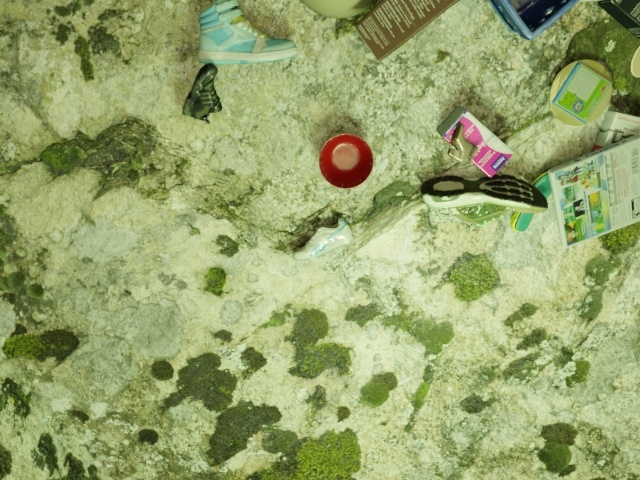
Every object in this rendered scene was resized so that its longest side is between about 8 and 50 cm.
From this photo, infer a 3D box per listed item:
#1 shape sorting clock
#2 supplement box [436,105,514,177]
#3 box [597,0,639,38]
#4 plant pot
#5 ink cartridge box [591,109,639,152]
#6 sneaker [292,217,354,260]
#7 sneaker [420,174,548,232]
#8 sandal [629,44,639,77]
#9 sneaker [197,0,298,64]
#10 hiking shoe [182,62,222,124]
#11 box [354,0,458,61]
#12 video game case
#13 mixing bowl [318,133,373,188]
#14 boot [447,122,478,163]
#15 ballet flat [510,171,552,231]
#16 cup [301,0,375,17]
[{"bbox_3d":[0.838,-0.475,1.745,0.206,0.040,0.207,0,105,-1],"label":"shape sorting clock"},{"bbox_3d":[0.504,-0.324,1.768,0.220,0.114,0.111,37,107,-12],"label":"supplement box"},{"bbox_3d":[1.000,-0.769,1.611,0.184,0.103,0.261,33,107,-12],"label":"box"},{"bbox_3d":[0.606,-0.748,1.571,0.236,0.212,0.236,-39,104,13],"label":"plant pot"},{"bbox_3d":[0.978,-0.341,1.773,0.109,0.063,0.151,12,109,-2],"label":"ink cartridge box"},{"bbox_3d":[0.000,0.000,1.910,0.228,0.087,0.092,-26,99,2],"label":"sneaker"},{"bbox_3d":[0.544,-0.113,1.826,0.409,0.158,0.182,5,132,16],"label":"sneaker"},{"bbox_3d":[1.068,-0.614,1.672,0.088,0.079,0.240,36,106,-10],"label":"sandal"},{"bbox_3d":[-0.231,-0.656,1.671,0.318,0.127,0.209,-1,110,1],"label":"sneaker"},{"bbox_3d":[-0.358,-0.470,1.736,0.114,0.086,0.227,23,143,-21],"label":"hiking shoe"},{"bbox_3d":[0.291,-0.680,1.510,0.381,0.191,0.143,-21,110,50],"label":"box"},{"bbox_3d":[0.930,-0.153,1.804,0.299,0.036,0.329,-22,123,7],"label":"video game case"},{"bbox_3d":[0.085,-0.271,1.803,0.181,0.098,0.182,1,109,2],"label":"mixing bowl"},{"bbox_3d":[0.455,-0.301,1.701,0.086,0.042,0.119,15,112,-9],"label":"boot"},{"bbox_3d":[0.715,-0.138,1.841,0.077,0.077,0.231,24,106,-9],"label":"ballet flat"},{"bbox_3d":[0.054,-0.823,1.549,0.330,0.237,0.332,1,108,2],"label":"cup"}]
